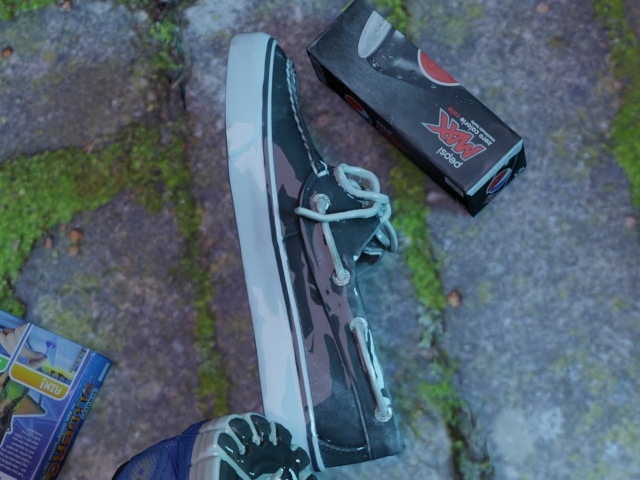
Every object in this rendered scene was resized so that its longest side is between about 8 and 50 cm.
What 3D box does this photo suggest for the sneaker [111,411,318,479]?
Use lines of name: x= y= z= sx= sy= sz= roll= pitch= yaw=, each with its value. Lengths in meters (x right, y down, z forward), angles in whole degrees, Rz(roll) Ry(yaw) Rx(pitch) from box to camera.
sneaker: x=-0.062 y=0.279 z=0.730 sx=0.147 sy=0.130 sz=0.330 roll=-16 pitch=77 yaw=35

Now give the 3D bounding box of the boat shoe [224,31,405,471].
boat shoe: x=0.000 y=-0.001 z=0.806 sx=0.105 sy=0.113 sz=0.306 roll=-9 pitch=74 yaw=3

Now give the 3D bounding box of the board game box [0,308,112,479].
board game box: x=-0.272 y=0.110 z=0.874 sx=0.201 sy=0.035 sz=0.136 roll=22 pitch=79 yaw=19

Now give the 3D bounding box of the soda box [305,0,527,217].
soda box: x=0.068 y=-0.097 z=0.850 sx=0.060 sy=0.053 sz=0.169 roll=-45 pitch=69 yaw=-3
